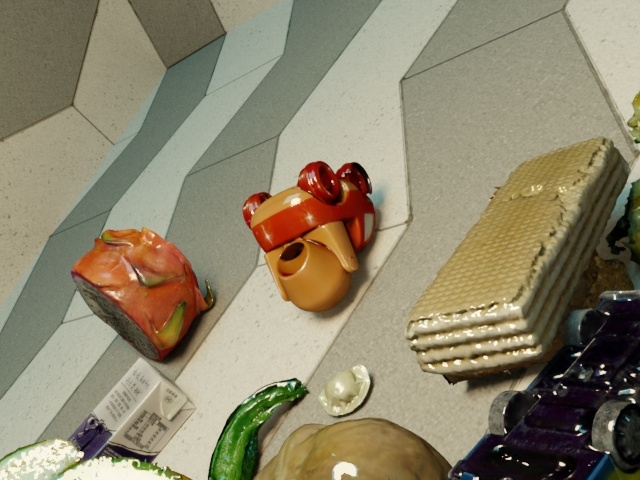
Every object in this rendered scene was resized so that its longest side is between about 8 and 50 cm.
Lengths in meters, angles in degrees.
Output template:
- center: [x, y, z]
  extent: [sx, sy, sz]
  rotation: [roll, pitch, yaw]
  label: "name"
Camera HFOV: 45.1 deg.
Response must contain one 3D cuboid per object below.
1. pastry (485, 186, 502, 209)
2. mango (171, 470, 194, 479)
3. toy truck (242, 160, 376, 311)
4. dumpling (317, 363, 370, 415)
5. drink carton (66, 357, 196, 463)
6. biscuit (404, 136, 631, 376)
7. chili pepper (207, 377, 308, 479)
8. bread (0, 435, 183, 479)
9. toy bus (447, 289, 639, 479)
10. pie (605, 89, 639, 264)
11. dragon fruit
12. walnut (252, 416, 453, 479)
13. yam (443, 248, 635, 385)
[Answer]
- center: [0.293, -0.031, 1.110]
  extent: [0.087, 0.063, 0.169]
  rotation: [-41, 27, 0]
  label: "pastry"
- center: [-0.315, 0.452, 1.168]
  extent: [0.316, 0.146, 0.193]
  rotation: [-33, 41, 1]
  label: "mango"
- center: [0.000, 0.000, 1.357]
  extent: [0.189, 0.239, 0.264]
  rotation: [-25, -8, 30]
  label: "toy truck"
- center: [0.038, 0.222, 1.130]
  extent: [0.076, 0.057, 0.052]
  rotation: [-26, -17, -21]
  label: "dumpling"
- center: [-0.350, 0.339, 1.405]
  extent: [0.222, 0.102, 0.134]
  rotation: [-50, 27, -11]
  label: "drink carton"
- center: [0.237, -0.002, 0.857]
  extent: [0.144, 0.079, 0.426]
  rotation: [-17, 18, 37]
  label: "biscuit"
- center: [-0.110, 0.325, 1.150]
  extent: [0.122, 0.065, 0.279]
  rotation: [-25, 29, 38]
  label: "chili pepper"
- center: [-0.318, 0.436, 1.023]
  extent: [0.366, 0.129, 0.382]
  rotation: [-26, 62, -12]
  label: "bread"
- center: [0.262, 0.179, 0.675]
  extent: [0.287, 0.175, 0.138]
  rotation: [-37, 17, -32]
  label: "toy bus"
- center: [0.502, -0.117, 0.944]
  extent: [0.296, 0.078, 0.371]
  rotation: [-14, 42, 44]
  label: "pie"
- center: [-0.365, 0.090, 1.581]
  extent: [0.290, 0.291, 0.189]
  rotation: [1, 45, 53]
  label: "dragon fruit"
- center: [0.034, 0.304, 0.827]
  extent: [0.248, 0.248, 0.248]
  rotation: [-32, 30, 21]
  label: "walnut"
- center: [0.251, 0.091, 0.942]
  extent: [0.238, 0.129, 0.128]
  rotation: [-18, 14, 35]
  label: "yam"
